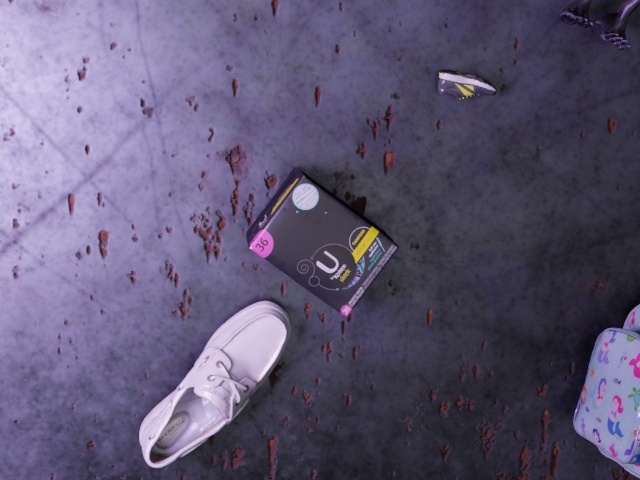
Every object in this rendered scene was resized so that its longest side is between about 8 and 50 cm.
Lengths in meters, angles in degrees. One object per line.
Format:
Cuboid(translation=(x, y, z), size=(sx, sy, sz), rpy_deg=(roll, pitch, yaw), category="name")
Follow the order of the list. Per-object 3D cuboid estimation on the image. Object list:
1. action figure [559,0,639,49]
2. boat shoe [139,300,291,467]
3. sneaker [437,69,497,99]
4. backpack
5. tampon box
Cuboid(translation=(0.427, -0.388, 1.436), size=(0.164, 0.141, 0.275), rpy_deg=(23, 98, -25), category="action figure")
Cuboid(translation=(-0.138, 0.204, 1.506), size=(0.098, 0.096, 0.277), rpy_deg=(39, 94, -12), category="boat shoe")
Cuboid(translation=(0.196, -0.206, 1.503), size=(0.083, 0.031, 0.035), rpy_deg=(14, 113, -6), category="sneaker")
Cuboid(translation=(0.476, 0.204, 1.522), size=(0.191, 0.225, 0.253), rpy_deg=(19, 95, -16), category="backpack")
Cuboid(translation=(0.000, 0.000, 1.480), size=(0.161, 0.101, 0.120), rpy_deg=(35, 94, -12), category="tampon box")
